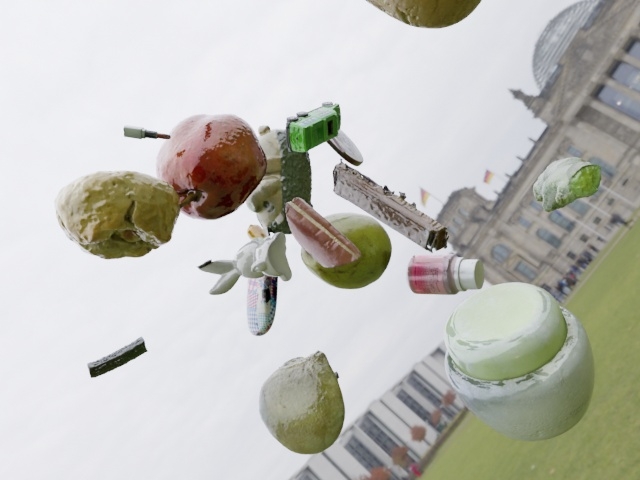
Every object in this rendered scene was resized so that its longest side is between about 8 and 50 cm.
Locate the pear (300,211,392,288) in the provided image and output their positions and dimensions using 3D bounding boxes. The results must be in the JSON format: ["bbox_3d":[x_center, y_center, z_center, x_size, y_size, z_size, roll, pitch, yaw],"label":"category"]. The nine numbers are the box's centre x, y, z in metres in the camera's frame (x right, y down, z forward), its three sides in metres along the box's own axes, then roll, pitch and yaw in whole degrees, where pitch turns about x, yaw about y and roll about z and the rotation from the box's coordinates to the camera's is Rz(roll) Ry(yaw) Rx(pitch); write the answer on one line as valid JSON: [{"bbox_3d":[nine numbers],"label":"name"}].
[{"bbox_3d":[0.085,0.027,1.706,0.307,0.253,0.253,11,-63,-46],"label":"pear"}]

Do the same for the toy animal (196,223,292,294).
[{"bbox_3d":[-0.155,0.036,1.116,0.182,0.131,0.127,-13,2,41],"label":"toy animal"}]

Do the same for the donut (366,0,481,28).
[{"bbox_3d":[0.131,-0.419,0.767,0.208,0.261,0.128,-38,-18,-25],"label":"donut"}]

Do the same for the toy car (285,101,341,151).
[{"bbox_3d":[-0.006,-0.240,1.145,0.165,0.063,0.071,-35,-46,-40],"label":"toy car"}]

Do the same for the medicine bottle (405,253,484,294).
[{"bbox_3d":[0.427,0.117,1.859,0.147,0.247,0.147,3,-94,-54],"label":"medicine bottle"}]

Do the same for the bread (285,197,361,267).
[{"bbox_3d":[0.000,0.000,1.172,0.067,0.192,0.119,-44,-13,-22],"label":"bread"}]

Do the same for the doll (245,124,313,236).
[{"bbox_3d":[-0.140,-0.187,1.714,0.247,0.349,0.247,-11,-13,-3],"label":"doll"}]

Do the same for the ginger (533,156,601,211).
[{"bbox_3d":[0.563,-0.133,1.265,0.290,0.089,0.137,-55,-15,-71],"label":"ginger"}]

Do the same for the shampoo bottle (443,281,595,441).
[{"bbox_3d":[0.459,0.282,1.254,0.322,0.317,0.322,-28,20,12],"label":"shampoo bottle"}]

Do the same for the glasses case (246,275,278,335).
[{"bbox_3d":[-0.193,0.152,1.782,0.076,0.327,0.125,16,-31,-30],"label":"glasses case"}]

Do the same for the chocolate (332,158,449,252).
[{"bbox_3d":[0.147,-0.075,1.240,0.065,0.329,0.102,-41,-33,-25],"label":"chocolate"}]

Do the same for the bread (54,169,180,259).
[{"bbox_3d":[-0.411,-0.041,1.103,0.245,0.134,0.244,-12,-24,-5],"label":"bread"}]

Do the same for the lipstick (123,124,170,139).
[{"bbox_3d":[-0.409,-0.252,1.281,0.025,0.107,0.025,-94,13,-66],"label":"lipstick"}]

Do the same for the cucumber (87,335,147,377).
[{"bbox_3d":[-0.637,0.370,1.701,0.187,0.058,0.058,-27,-30,-22],"label":"cucumber"}]

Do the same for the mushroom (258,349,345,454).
[{"bbox_3d":[-0.059,0.466,1.623,0.212,0.292,0.217,9,-41,-26],"label":"mushroom"}]

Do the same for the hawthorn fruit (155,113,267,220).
[{"bbox_3d":[-0.296,-0.173,1.393,0.330,0.287,0.287,-71,-1,-49],"label":"hawthorn fruit"}]

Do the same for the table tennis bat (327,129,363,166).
[{"bbox_3d":[0.044,-0.330,1.779,0.038,0.200,0.310,-41,-23,20],"label":"table tennis bat"}]
